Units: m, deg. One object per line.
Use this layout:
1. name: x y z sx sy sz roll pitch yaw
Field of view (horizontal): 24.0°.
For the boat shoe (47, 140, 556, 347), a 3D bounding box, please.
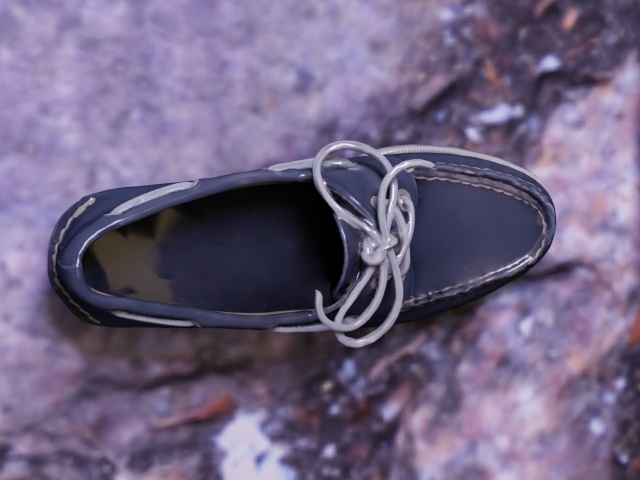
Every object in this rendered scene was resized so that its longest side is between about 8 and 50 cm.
1. boat shoe: 0.000 0.000 0.714 0.254 0.079 0.095 0 94 -15
